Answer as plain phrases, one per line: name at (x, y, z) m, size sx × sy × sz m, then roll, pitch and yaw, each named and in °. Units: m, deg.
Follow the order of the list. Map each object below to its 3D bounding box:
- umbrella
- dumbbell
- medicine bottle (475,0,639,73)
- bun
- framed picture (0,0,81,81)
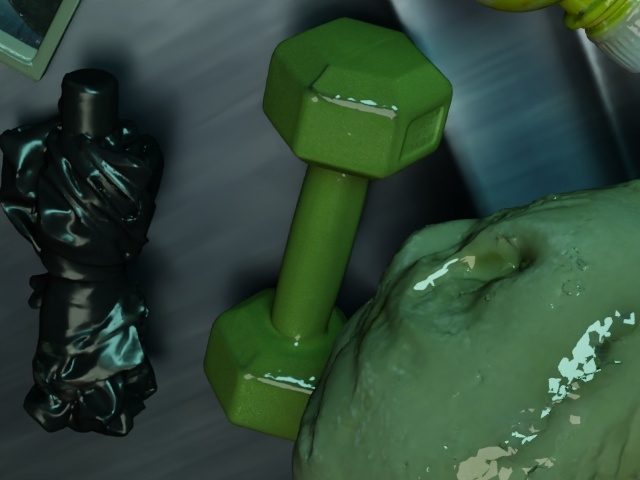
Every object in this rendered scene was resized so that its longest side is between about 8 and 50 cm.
umbrella at (-0.168, 0.009, 1.072) m, size 0.110 × 0.122 × 0.272 m, roll -16°, pitch 123°, yaw -31°
dumbbell at (0.000, 0.000, 1.028) m, size 0.108 × 0.121 × 0.302 m, roll 33°, pitch 126°, yaw 25°
medicine bottle at (0.127, -0.188, 0.881) m, size 0.212 × 0.122 × 0.122 m, roll 38°, pitch 120°, yaw -13°
bun at (0.157, 0.106, 0.979) m, size 0.362 × 0.234 × 0.326 m, roll -39°, pitch 133°, yaw -5°
framed picture at (-0.247, -0.212, 1.000) m, size 0.203 × 0.015 × 0.150 m, roll 30°, pitch 122°, yaw -8°
